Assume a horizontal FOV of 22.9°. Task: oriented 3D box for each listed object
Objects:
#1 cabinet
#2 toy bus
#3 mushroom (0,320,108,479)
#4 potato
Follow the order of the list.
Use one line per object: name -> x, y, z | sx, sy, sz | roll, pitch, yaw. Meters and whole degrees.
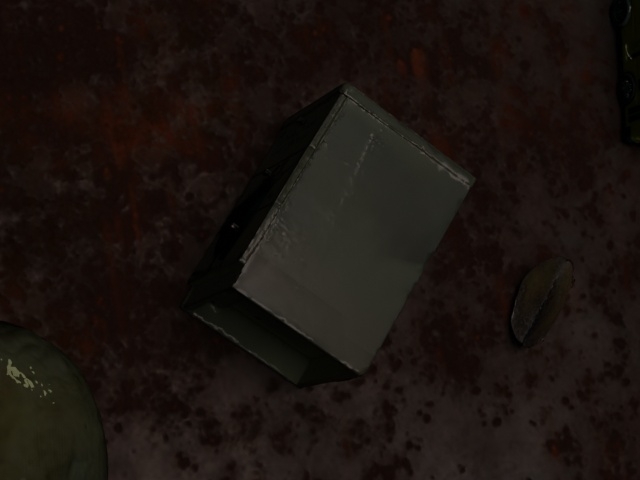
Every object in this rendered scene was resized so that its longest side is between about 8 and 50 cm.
cabinet -> 0.000, 0.000, 1.370 | 0.150, 0.145, 0.206 | 36, 69, -13
toy bus -> 0.351, -0.186, 1.572 | 0.088, 0.101, 0.175 | 2, 81, -22
mushroom -> -0.285, 0.138, 1.202 | 0.267, 0.189, 0.164 | 5, 82, -22
potato -> 0.208, 0.057, 1.509 | 0.037, 0.036, 0.093 | 29, 88, -53
